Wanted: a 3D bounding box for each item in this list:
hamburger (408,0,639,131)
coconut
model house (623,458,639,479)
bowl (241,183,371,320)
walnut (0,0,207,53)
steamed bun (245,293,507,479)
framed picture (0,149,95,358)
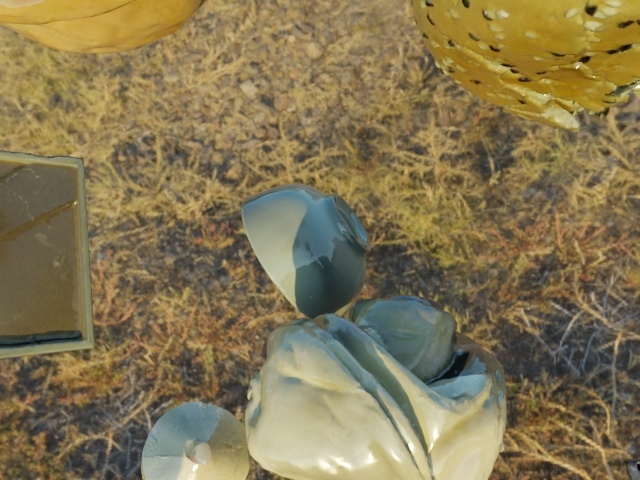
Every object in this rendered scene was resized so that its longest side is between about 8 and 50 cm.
[{"bbox_3d":[0.167,-0.187,0.405,0.192,0.288,0.167,23,87,0],"label":"hamburger"},{"bbox_3d":[-0.178,0.303,0.886,0.147,0.152,0.147,9,61,-17],"label":"coconut"},{"bbox_3d":[0.323,0.237,0.508,0.106,0.152,0.165,-15,63,-1],"label":"model house"},{"bbox_3d":[0.000,0.000,1.177,0.146,0.289,0.289,-34,40,15],"label":"bowl"},{"bbox_3d":[-0.134,-0.232,0.376,0.257,0.224,0.256,-3,72,10],"label":"walnut"},{"bbox_3d":[0.088,0.183,0.831,0.347,0.394,0.237,19,90,44],"label":"steamed bun"},{"bbox_3d":[-0.411,0.013,0.684,0.022,0.335,0.247,-10,83,41],"label":"framed picture"}]
